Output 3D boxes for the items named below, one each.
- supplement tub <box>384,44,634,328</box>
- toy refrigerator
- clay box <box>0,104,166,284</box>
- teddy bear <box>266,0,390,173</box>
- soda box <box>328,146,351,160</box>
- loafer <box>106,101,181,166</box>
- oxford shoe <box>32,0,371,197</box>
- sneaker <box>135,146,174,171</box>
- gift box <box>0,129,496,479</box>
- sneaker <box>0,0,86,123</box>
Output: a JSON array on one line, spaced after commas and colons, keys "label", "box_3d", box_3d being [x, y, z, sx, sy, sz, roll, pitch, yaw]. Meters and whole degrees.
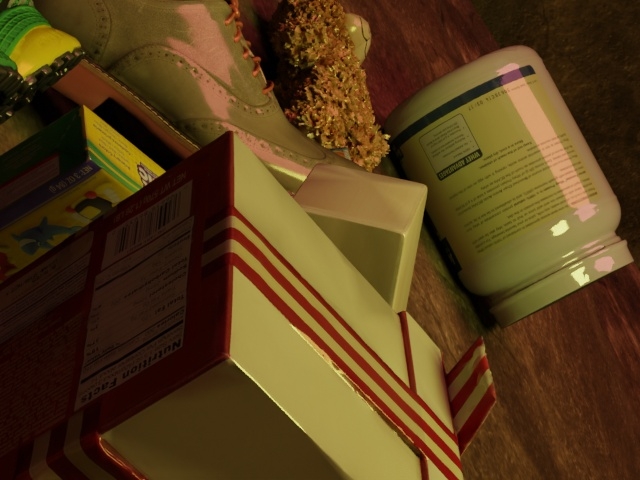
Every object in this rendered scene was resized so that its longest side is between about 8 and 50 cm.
[{"label": "supplement tub", "box_3d": [0.254, -0.070, 2.027, 0.325, 0.235, 0.235, 63, 18, 7]}, {"label": "toy refrigerator", "box_3d": [0.004, 0.090, 1.103, 0.102, 0.094, 0.270, -59, 160, -65]}, {"label": "clay box", "box_3d": [-0.137, 0.011, 1.021, 0.222, 0.127, 0.053, 41, 27, -45]}, {"label": "teddy bear", "box_3d": [0.016, -0.166, 1.735, 0.245, 0.113, 0.338, 56, 19, -22]}, {"label": "soda box", "box_3d": [0.000, 0.000, 1.379, 0.183, 0.058, 0.063, 92, -12, -49]}, {"label": "loafer", "box_3d": [-0.130, -0.132, 1.286, 0.319, 0.112, 0.111, 54, 27, -18]}, {"label": "oxford shoe", "box_3d": [-0.080, -0.119, 1.165, 0.348, 0.130, 0.123, 30, 4, -17]}, {"label": "sneaker", "box_3d": [-0.073, 0.027, 1.213, 0.293, 0.102, 0.146, 47, 20, -38]}, {"label": "gift box", "box_3d": [-0.050, 0.114, 0.901, 0.258, 0.255, 0.276, 49, 25, -27]}, {"label": "sneaker", "box_3d": [-0.262, -0.119, 0.922, 0.146, 0.134, 0.343, 51, 10, -7]}]
